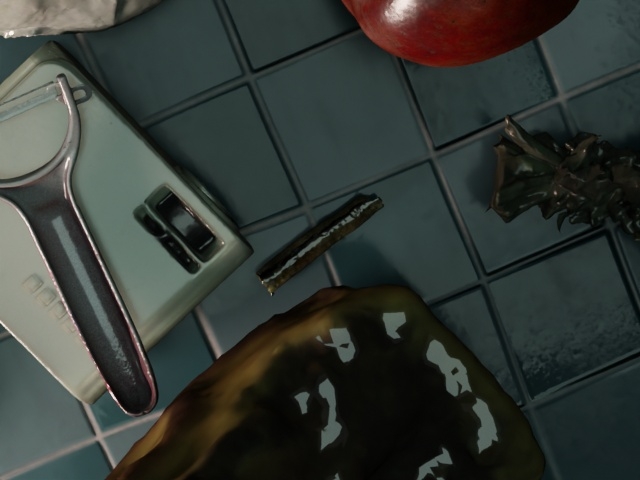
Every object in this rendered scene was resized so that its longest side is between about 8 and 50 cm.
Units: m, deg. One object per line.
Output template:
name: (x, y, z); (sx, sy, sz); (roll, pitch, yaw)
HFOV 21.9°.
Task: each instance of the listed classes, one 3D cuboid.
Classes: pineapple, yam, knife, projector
pineapple: (0.271, -0.043, 1.444); (0.248, 0.128, 0.128); (10, 96, -1)
yam: (0.000, 0.000, 1.475); (0.129, 0.033, 0.027); (-36, 71, -3)
knife: (-0.192, 0.010, 1.339); (0.123, 0.053, 0.278); (-25, 98, -6)
projector: (-0.211, -0.017, 1.416); (0.198, 0.108, 0.250); (-44, 97, 2)

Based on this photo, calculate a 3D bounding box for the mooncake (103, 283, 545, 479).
mooncake: (-0.036, 0.225, 1.314); (0.393, 0.394, 0.246); (-37, 97, 15)

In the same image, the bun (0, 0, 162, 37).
bun: (-0.229, -0.331, 1.332); (0.354, 0.194, 0.354); (-1, 99, -4)

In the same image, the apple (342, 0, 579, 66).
apple: (0.115, -0.253, 1.362); (0.234, 0.234, 0.234); (-1, 97, -4)
